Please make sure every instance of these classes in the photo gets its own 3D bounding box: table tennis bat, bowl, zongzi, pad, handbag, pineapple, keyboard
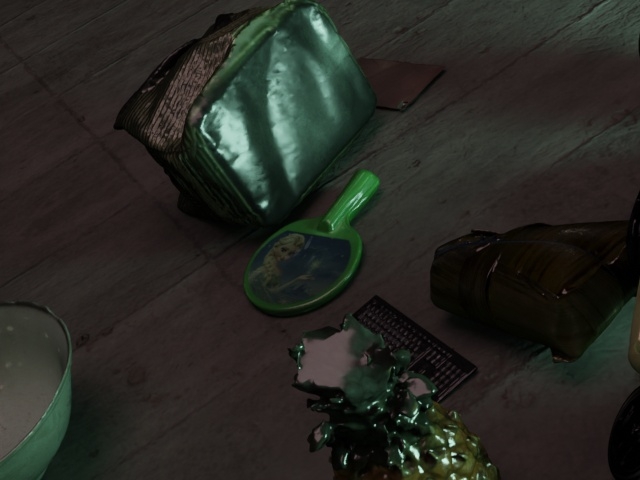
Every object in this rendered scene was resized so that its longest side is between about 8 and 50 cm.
[{"bbox_3d":[0.000,0.000,1.498,0.160,0.039,0.257,12,52,38],"label":"table tennis bat"},{"bbox_3d":[-0.402,0.230,1.347,0.313,0.146,0.313,-17,37,13],"label":"bowl"},{"bbox_3d":[0.260,0.015,1.267,0.242,0.112,0.221,-37,35,-30],"label":"zongzi"},{"bbox_3d":[0.094,-0.246,1.779,0.187,0.006,0.113,15,53,44],"label":"pad"},{"bbox_3d":[-0.114,-0.183,1.638,0.240,0.247,0.341,1,44,48],"label":"handbag"},{"bbox_3d":[0.063,0.174,1.031,0.157,0.279,0.158,-19,34,13],"label":"pineapple"},{"bbox_3d":[0.097,0.120,1.306,0.063,0.010,0.198,-38,37,-14],"label":"keyboard"}]

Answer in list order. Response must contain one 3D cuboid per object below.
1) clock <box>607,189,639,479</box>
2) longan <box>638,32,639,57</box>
[{"bbox_3d":[0.367,0.029,1.033,0.120,0.276,0.379,21,56,-12],"label":"clock"},{"bbox_3d":[0.484,-0.248,1.422,0.167,0.167,0.187,-18,23,10],"label":"longan"}]
